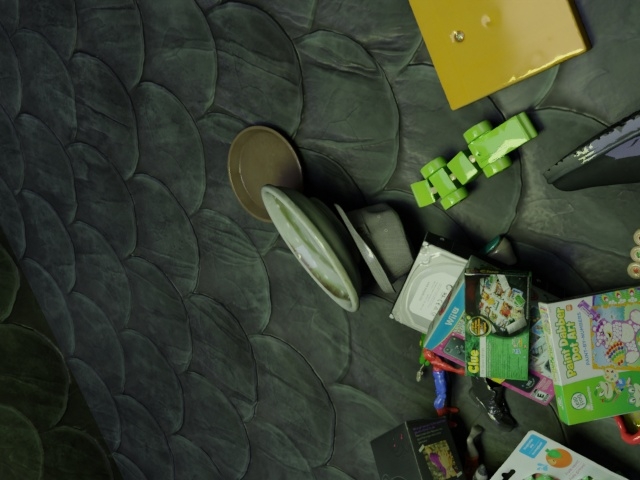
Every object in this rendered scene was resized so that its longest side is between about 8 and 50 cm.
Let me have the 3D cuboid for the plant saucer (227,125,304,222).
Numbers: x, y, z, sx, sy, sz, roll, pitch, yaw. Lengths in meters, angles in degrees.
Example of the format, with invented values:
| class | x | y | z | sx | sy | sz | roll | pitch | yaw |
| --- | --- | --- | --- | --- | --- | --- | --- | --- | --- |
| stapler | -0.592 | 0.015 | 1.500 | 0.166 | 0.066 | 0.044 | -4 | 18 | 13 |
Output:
| class | x | y | z | sx | sy | sz | roll | pitch | yaw |
| --- | --- | --- | --- | --- | --- | --- | --- | --- | --- |
| plant saucer | -0.148 | -0.187 | 2.102 | 0.278 | 0.041 | 0.278 | 15 | 116 | 35 |

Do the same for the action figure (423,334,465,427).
| class | x | y | z | sx | sy | sz | roll | pitch | yaw |
| --- | --- | --- | --- | --- | --- | --- | --- | --- | --- |
| action figure | 0.333 | 0.329 | 1.864 | 0.139 | 0.091 | 0.280 | -10 | 115 | 17 |

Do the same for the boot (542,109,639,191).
| class | x | y | z | sx | sy | sz | roll | pitch | yaw |
| --- | --- | --- | --- | --- | --- | --- | --- | --- | --- |
| boot | 0.688 | -0.036 | 1.431 | 0.367 | 0.146 | 0.445 | -33 | 89 | 42 |

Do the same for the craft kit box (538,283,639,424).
| class | x | y | z | sx | sy | sz | roll | pitch | yaw |
| --- | --- | --- | --- | --- | --- | --- | --- | --- | --- |
| craft kit box | 0.586 | 0.224 | 1.515 | 0.246 | 0.061 | 0.250 | -11 | 90 | 0 |

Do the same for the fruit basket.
| class | x | y | z | sx | sy | sz | roll | pitch | yaw |
| --- | --- | --- | --- | --- | --- | --- | --- | --- | --- |
| fruit basket | 0.557 | 0.619 | 1.705 | 0.353 | 0.165 | 0.327 | 24 | 124 | -1 |

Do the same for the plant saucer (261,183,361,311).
| class | x | y | z | sx | sy | sz | roll | pitch | yaw |
| --- | --- | --- | --- | --- | --- | --- | --- | --- | --- |
| plant saucer | 0.000 | 0.000 | 1.938 | 0.400 | 0.100 | 0.400 | 50 | 168 | 15 |

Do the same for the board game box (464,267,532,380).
| class | x | y | z | sx | sy | sz | roll | pitch | yaw |
| --- | --- | --- | --- | --- | --- | --- | --- | --- | --- |
| board game box | 0.370 | 0.178 | 1.574 | 0.136 | 0.030 | 0.260 | 2 | 117 | 14 |

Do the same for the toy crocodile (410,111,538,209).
| class | x | y | z | sx | sy | sz | roll | pitch | yaw |
| --- | --- | --- | --- | --- | --- | --- | --- | --- | --- |
| toy crocodile | 0.337 | -0.172 | 1.687 | 0.340 | 0.105 | 0.115 | -38 | 81 | 36 |

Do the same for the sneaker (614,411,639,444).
| class | x | y | z | sx | sy | sz | roll | pitch | yaw |
| --- | --- | --- | --- | --- | --- | --- | --- | --- | --- |
| sneaker | 0.648 | 0.301 | 1.592 | 0.107 | 0.118 | 0.279 | -17 | 95 | 41 |

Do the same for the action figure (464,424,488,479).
| class | x | y | z | sx | sy | sz | roll | pitch | yaw |
| --- | --- | --- | --- | --- | --- | --- | --- | --- | --- |
| action figure | 0.348 | 0.641 | 1.930 | 0.341 | 0.178 | 0.330 | 35 | 116 | 23 |

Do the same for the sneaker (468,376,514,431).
| class | x | y | z | sx | sy | sz | roll | pitch | yaw |
| --- | --- | --- | --- | --- | --- | --- | --- | --- | --- |
| sneaker | 0.426 | 0.386 | 1.847 | 0.170 | 0.051 | 0.089 | 46 | 134 | 20 |

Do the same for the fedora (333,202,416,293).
| class | x | y | z | sx | sy | sz | roll | pitch | yaw |
| --- | --- | --- | --- | --- | --- | --- | --- | --- | --- |
| fedora | 0.151 | -0.004 | 1.843 | 0.244 | 0.124 | 0.275 | 56 | -175 | -43 |

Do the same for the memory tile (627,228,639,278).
| class | x | y | z | sx | sy | sz | roll | pitch | yaw |
| --- | --- | --- | --- | --- | --- | --- | --- | --- | --- |
| memory tile | 0.704 | 0.043 | 1.521 | 0.148 | 0.012 | 0.113 | 18 | 117 | 33 |

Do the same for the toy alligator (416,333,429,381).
| class | x | y | z | sx | sy | sz | roll | pitch | yaw |
| --- | --- | --- | --- | --- | --- | --- | --- | --- | --- |
| toy alligator | 0.283 | 0.281 | 1.926 | 0.051 | 0.056 | 0.190 | 2 | 113 | -5 |

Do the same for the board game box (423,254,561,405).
| class | x | y | z | sx | sy | sz | roll | pitch | yaw |
| --- | --- | --- | --- | --- | --- | --- | --- | --- | --- |
| board game box | 0.412 | 0.200 | 1.644 | 0.303 | 0.097 | 0.224 | 26 | 122 | 3 |

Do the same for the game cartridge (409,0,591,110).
| class | x | y | z | sx | sy | sz | roll | pitch | yaw |
| --- | --- | --- | --- | --- | --- | --- | --- | --- | --- |
| game cartridge | 0.367 | -0.465 | 1.582 | 0.323 | 0.052 | 0.285 | -19 | 94 | 39 |

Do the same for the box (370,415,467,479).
| class | x | y | z | sx | sy | sz | roll | pitch | yaw |
| --- | --- | --- | --- | --- | --- | --- | --- | --- | --- |
| box | 0.251 | 0.589 | 1.835 | 0.165 | 0.143 | 0.270 | -45 | 51 | 45 |

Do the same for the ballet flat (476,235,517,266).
| class | x | y | z | sx | sy | sz | roll | pitch | yaw |
| --- | --- | --- | --- | --- | --- | --- | --- | --- | --- |
| ballet flat | 0.360 | 0.080 | 1.773 | 0.248 | 0.086 | 0.086 | -38 | 82 | 40 |

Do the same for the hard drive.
| class | x | y | z | sx | sy | sz | roll | pitch | yaw |
| --- | --- | --- | --- | --- | --- | --- | --- | --- | --- |
| hard drive | 0.355 | 0.148 | 1.729 | 0.339 | 0.064 | 0.237 | 24 | 123 | 4 |
